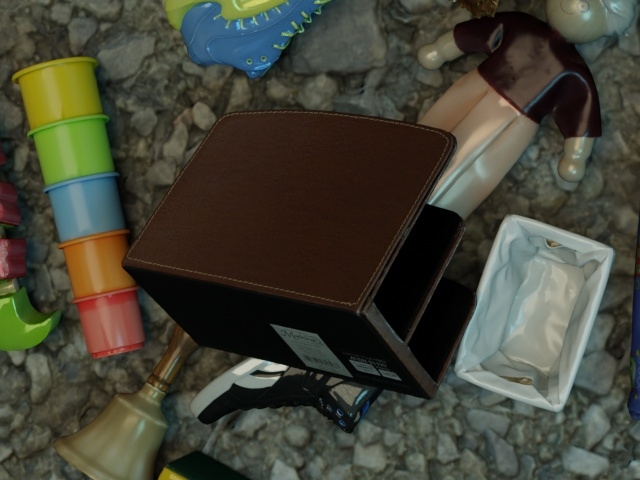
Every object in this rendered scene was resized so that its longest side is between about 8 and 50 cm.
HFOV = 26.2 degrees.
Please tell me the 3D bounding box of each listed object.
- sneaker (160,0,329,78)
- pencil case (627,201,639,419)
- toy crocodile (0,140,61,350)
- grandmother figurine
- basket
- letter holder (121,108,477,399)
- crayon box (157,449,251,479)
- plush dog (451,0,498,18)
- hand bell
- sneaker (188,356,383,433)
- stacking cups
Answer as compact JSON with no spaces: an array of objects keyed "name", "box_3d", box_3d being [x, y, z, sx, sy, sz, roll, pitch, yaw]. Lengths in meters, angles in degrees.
[{"name":"sneaker","box_3d":[-0.040,-0.242,1.430,0.240,0.091,0.126,-9,119,5]},{"name":"pencil case","box_3d":[0.359,0.024,1.286,0.133,0.119,0.306,4,91,5]},{"name":"toy crocodile","box_3d":[-0.375,-0.043,1.499,0.105,0.115,0.340,-15,88,10]},{"name":"grandmother figurine","box_3d":[0.186,-0.139,1.347,0.208,0.104,0.342,40,103,5]},{"name":"basket","box_3d":[0.212,0.067,1.336,0.113,0.103,0.167,19,96,15]},{"name":"letter holder","box_3d":[0.000,0.000,1.329,0.302,0.152,0.214,9,60,39]},{"name":"crayon box","box_3d":[-0.087,0.454,1.421,0.313,0.106,0.363,27,98,13]},{"name":"plush dog","box_3d":[0.180,-0.324,1.266,0.210,0.262,0.225,43,122,-15]},{"name":"hand bell","box_3d":[-0.165,0.144,1.457,0.126,0.126,0.242,31,87,14]},{"name":"sneaker","box_3d":[-0.024,0.161,1.416,0.217,0.079,0.121,-34,82,13]},{"name":"stacking cups","box_3d":[-0.249,-0.033,1.470,0.096,0.096,0.316,-15,86,15]}]
